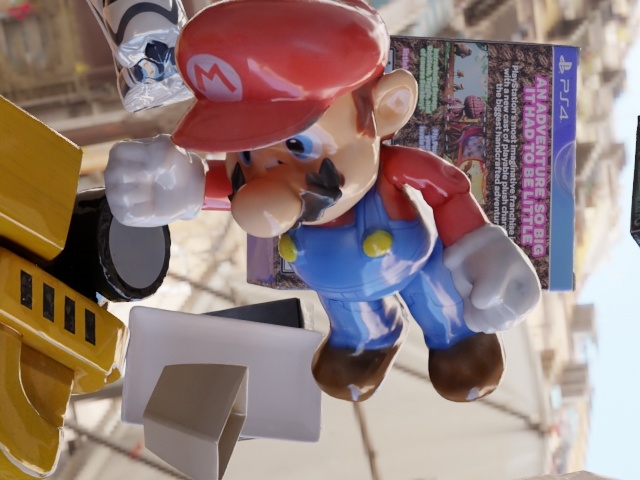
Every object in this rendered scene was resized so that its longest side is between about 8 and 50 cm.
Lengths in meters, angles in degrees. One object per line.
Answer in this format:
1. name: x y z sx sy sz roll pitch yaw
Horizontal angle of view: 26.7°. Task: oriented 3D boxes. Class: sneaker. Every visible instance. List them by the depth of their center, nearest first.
1. sneaker: -0.175 -0.223 1.297 0.094 0.153 0.235 -17 169 1

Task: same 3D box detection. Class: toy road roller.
1. toy road roller: -0.274 0.038 0.988 0.202 0.241 0.329 -6 153 30

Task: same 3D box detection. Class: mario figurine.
1. mario figurine: 0.000 0.000 0.787 0.198 0.320 0.170 -29 -138 0

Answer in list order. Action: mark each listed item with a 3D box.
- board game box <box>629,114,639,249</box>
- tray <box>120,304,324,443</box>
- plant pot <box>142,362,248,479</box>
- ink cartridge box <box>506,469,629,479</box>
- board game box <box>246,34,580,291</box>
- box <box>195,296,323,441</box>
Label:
1. board game box: 0.401 -0.044 1.579 0.026 0.126 0.186 -15 -137 32
2. tray: -0.120 0.169 1.666 0.270 0.145 0.030 11 165 -29
3. plant pot: -0.144 0.201 1.532 0.096 0.109 0.109 15 -129 7
4. ink cartridge box: 0.188 0.347 1.144 0.197 0.270 0.198 -6 176 -10
5. board game box: 0.084 -0.069 1.281 0.291 0.232 0.141 2 180 -14
6. box: -0.116 0.189 1.895 0.232 0.183 0.059 -10 164 20
